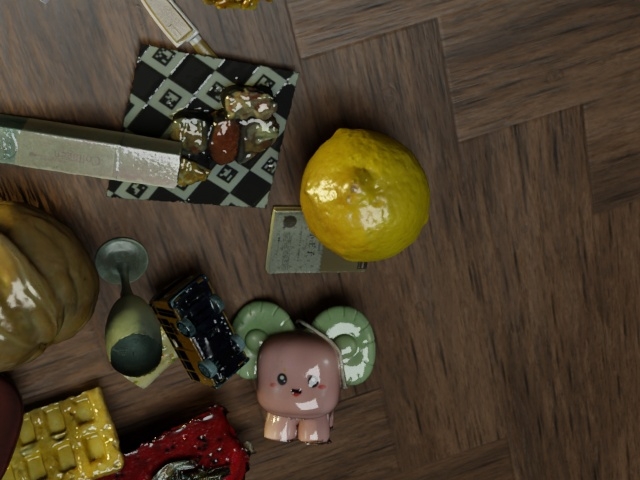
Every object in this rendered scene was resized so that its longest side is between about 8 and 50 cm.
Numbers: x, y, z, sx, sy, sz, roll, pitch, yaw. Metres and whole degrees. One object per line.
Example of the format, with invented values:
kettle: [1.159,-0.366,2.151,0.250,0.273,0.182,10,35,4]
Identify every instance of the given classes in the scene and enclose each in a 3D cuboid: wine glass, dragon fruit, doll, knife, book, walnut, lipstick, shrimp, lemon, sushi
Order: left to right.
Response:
walnut: [-0.525,0.074,1.782,0.296,0.285,0.285,-38,125,-22]
lipstick: [-0.389,-0.147,1.776,0.317,0.068,0.066,8,113,-6]
wine glass: [-0.324,0.183,1.876,0.096,0.309,0.264,-8,121,-11]
dragon fruit: [-0.300,0.468,2.165,0.343,0.100,0.282,-27,121,-2]
knife: [-0.224,-0.338,1.778,0.046,0.022,0.256,-35,122,11]
shrimp: [-0.253,0.462,2.102,0.161,0.034,0.091,-14,123,-11]
sushi: [-0.198,-0.171,1.848,0.292,0.059,0.294,6,122,-18]
doll: [-0.039,0.248,2.085,0.284,0.216,0.268,5,96,3]
book: [0.000,0.000,2.033,0.198,0.016,0.138,0,119,-15]
lemon: [0.076,-0.076,1.871,0.233,0.288,0.234,-1,82,10]

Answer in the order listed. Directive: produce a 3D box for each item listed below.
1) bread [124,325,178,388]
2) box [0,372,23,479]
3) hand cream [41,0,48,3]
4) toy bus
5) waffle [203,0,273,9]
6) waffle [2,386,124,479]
bread: [-0.313,0.218,2.065,0.153,0.028,0.068,-42,122,12]
box: [-0.730,0.309,1.900,0.404,0.108,0.263,25,73,-25]
hand cream: [-0.447,-0.433,1.653,0.084,0.053,0.142,-44,130,10]
toy bus: [-0.226,0.161,1.991,0.098,0.114,0.201,-40,118,-32]
waffle: [-0.154,-0.473,1.702,0.249,0.056,0.253,-18,123,-5]
waffle: [-0.516,0.399,2.038,0.274,0.168,0.057,-20,165,-5]
